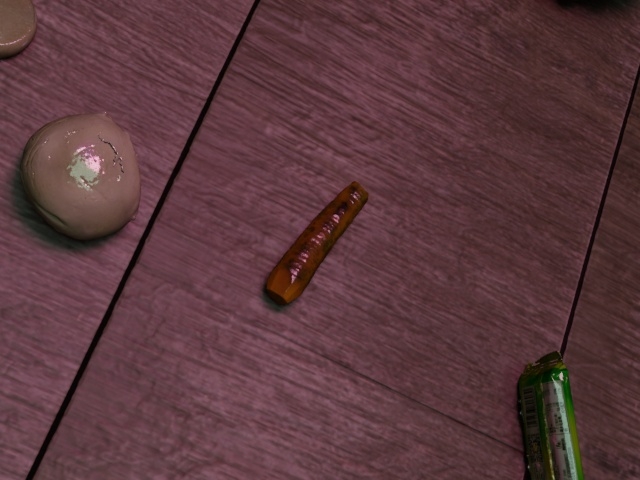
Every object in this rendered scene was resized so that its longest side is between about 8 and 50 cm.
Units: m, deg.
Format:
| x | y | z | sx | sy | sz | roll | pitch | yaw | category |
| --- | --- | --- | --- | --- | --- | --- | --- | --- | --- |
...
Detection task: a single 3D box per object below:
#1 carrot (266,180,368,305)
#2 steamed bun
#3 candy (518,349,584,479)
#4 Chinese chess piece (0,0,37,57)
| x | y | z | sx | sy | sz | roll | pitch | yaw | category |
| --- | --- | --- | --- | --- | --- | --- | --- | --- | --- |
| 0.000 | 0.000 | 1.019 | 0.042 | 0.042 | 0.170 | 41 | 63 | -4 | carrot |
| -0.237 | -0.067 | 0.923 | 0.113 | 0.091 | 0.129 | -13 | 80 | -22 | steamed bun |
| 0.251 | 0.214 | 1.012 | 0.032 | 0.102 | 0.178 | 0 | 74 | -15 | candy |
| -0.337 | -0.230 | 0.968 | 0.084 | 0.034 | 0.084 | 6 | 72 | -21 | Chinese chess piece |
